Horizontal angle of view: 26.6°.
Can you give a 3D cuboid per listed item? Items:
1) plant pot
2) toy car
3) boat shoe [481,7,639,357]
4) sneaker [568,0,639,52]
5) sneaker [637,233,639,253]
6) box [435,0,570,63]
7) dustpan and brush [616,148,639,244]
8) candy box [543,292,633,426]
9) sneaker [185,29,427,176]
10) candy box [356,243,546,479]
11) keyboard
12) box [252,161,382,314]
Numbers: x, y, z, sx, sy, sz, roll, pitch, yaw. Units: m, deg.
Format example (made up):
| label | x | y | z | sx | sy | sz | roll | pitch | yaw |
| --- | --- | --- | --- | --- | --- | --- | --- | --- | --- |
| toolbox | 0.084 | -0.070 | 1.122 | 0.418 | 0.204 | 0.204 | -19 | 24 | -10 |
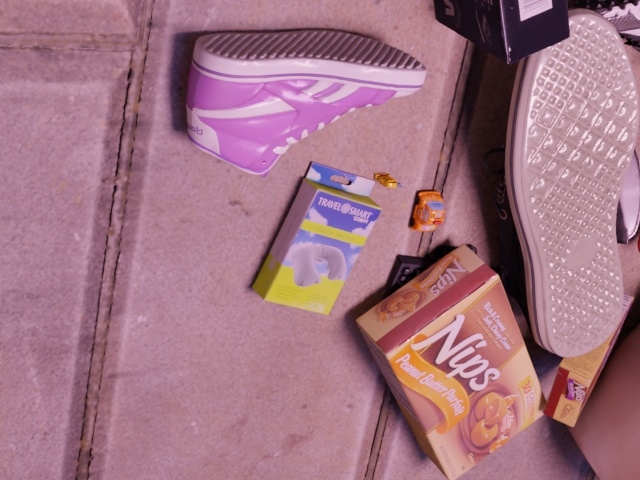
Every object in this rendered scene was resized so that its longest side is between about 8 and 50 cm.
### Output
| label | x | y | z | sx | sy | sz | roll | pitch | yaw |
| --- | --- | --- | --- | --- | --- | --- | --- | --- | --- |
| plant pot | 0.527 | 0.256 | 2.020 | 0.280 | 0.323 | 0.323 | -35 | 131 | 10 |
| toy car | 0.114 | -0.042 | 1.736 | 0.122 | 0.040 | 0.060 | 17 | 106 | -38 |
| boat shoe | 0.303 | -0.076 | 1.759 | 0.187 | 0.156 | 0.500 | -19 | 127 | -14 |
| sneaker | 0.420 | -0.283 | 1.765 | 0.234 | 0.078 | 0.106 | -15 | 121 | -27 |
| sneaker | 0.489 | -0.089 | 1.931 | 0.128 | 0.087 | 0.221 | 31 | 85 | -31 |
| box | 0.201 | -0.311 | 1.560 | 0.093 | 0.158 | 0.156 | -25 | 127 | -17 |
| dustpan and brush | 0.411 | -0.106 | 1.854 | 0.060 | 0.147 | 0.211 | -9 | 93 | -6 |
| candy box | 0.383 | 0.163 | 1.940 | 0.187 | 0.053 | 0.109 | -50 | 158 | -41 |
| sneaker | -0.021 | -0.153 | 1.560 | 0.282 | 0.102 | 0.161 | -1 | 120 | -20 |
| candy box | 0.188 | 0.174 | 1.859 | 0.183 | 0.087 | 0.316 | -35 | 133 | -9 |
| keyboard | 0.171 | 0.054 | 1.839 | 0.180 | 0.023 | 0.108 | 7 | 112 | -36 |
| box | 0.000 | 0.000 | 1.689 | 0.109 | 0.042 | 0.178 | 15 | 108 | -37 |
